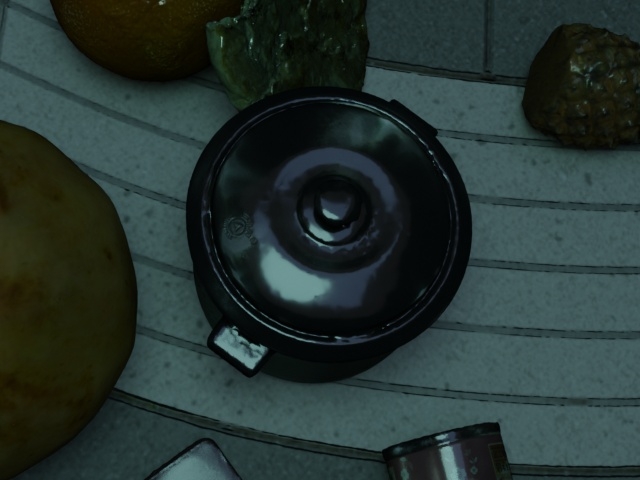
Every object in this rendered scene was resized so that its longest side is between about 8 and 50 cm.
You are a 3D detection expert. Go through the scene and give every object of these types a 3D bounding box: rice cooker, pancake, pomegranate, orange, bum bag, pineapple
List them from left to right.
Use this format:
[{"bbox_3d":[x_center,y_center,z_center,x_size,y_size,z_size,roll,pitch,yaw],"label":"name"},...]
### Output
[{"bbox_3d":[-0.319,0.043,0.960,0.338,0.338,0.338,2,73,-7],"label":"pomegranate"},{"bbox_3d":[-0.164,-0.250,1.108,0.206,0.206,0.206,2,73,-7],"label":"orange"},{"bbox_3d":[-0.096,0.265,1.050,0.109,0.026,0.159,-36,81,-15],"label":"bum bag"},{"bbox_3d":[-0.023,-0.214,1.112,0.037,0.253,0.254,7,68,34],"label":"pancake"},{"bbox_3d":[0.000,0.000,1.035,0.241,0.227,0.280,38,73,4],"label":"rice cooker"},{"bbox_3d":[0.334,-0.132,1.183,0.248,0.128,0.128,15,72,-9],"label":"pineapple"}]

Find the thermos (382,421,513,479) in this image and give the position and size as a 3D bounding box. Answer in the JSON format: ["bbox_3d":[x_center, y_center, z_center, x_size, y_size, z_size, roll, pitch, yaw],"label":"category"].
[{"bbox_3d":[0.131,0.334,1.016,0.136,0.109,0.330,-11,76,-11],"label":"thermos"}]
